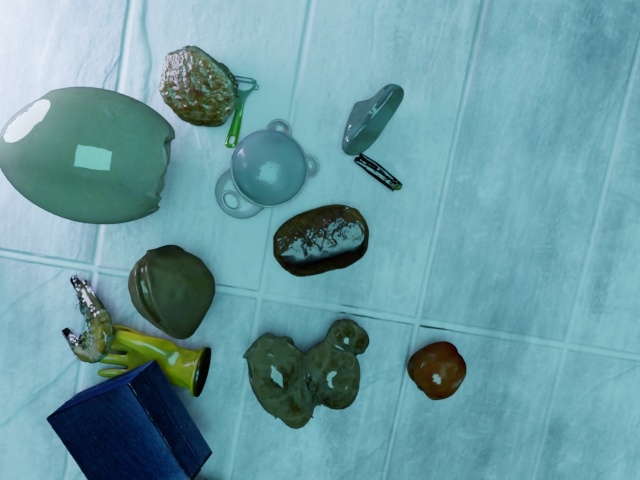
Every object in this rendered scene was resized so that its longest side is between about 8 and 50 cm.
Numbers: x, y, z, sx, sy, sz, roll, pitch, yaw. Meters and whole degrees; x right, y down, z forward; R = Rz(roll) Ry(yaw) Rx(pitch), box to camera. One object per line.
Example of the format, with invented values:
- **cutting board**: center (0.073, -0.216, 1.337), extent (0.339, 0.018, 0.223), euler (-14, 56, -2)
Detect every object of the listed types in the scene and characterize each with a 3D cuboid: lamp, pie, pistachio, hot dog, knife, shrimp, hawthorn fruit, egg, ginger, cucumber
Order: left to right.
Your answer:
- **shrimp**: center (-0.553, 0.188, 1.147), extent (0.150, 0.051, 0.217), euler (-42, 67, 22)
- **egg**: center (-0.480, -0.176, 1.018), extent (0.336, 0.278, 0.278), euler (11, 96, -9)
- **pistachio**: center (-0.326, 0.116, 1.076), extent (0.163, 0.260, 0.212), euler (-22, 89, 9)
- **pie**: center (-0.275, -0.344, 1.113), extent (0.163, 0.079, 0.193), euler (-43, 96, 16)
- **knife**: center (-0.191, -0.296, 1.148), extent (0.078, 0.022, 0.166), euler (13, 97, 18)
- **lamp**: center (-0.135, -0.149, 1.129), extent (0.246, 0.108, 0.179), euler (-40, 93, 2)
- **ginger**: center (-0.017, 0.314, 1.181), extent (0.304, 0.155, 0.244), euler (-15, 91, -10)
- **hot dog**: center (0.001, 0.003, 1.159), extent (0.227, 0.099, 0.160), euler (-11, 97, -1)
- **cucumber**: center (0.140, -0.163, 1.182), extent (0.135, 0.034, 0.033), euler (38, 110, -4)
- **hawthorn fruit**: center (0.289, 0.315, 1.202), extent (0.138, 0.133, 0.132), euler (-39, 98, -10)

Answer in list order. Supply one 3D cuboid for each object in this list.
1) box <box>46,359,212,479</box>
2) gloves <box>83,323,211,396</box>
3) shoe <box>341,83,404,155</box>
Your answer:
- **box**: center (-0.435, 0.445, 1.135), extent (0.279, 0.116, 0.261), euler (-25, 97, 24)
- **gloves**: center (-0.419, 0.283, 1.173), extent (0.295, 0.116, 0.133), euler (12, 88, 2)
- **shoe**: center (0.110, -0.291, 1.155), extent (0.195, 0.079, 0.078), euler (-49, 58, 13)
